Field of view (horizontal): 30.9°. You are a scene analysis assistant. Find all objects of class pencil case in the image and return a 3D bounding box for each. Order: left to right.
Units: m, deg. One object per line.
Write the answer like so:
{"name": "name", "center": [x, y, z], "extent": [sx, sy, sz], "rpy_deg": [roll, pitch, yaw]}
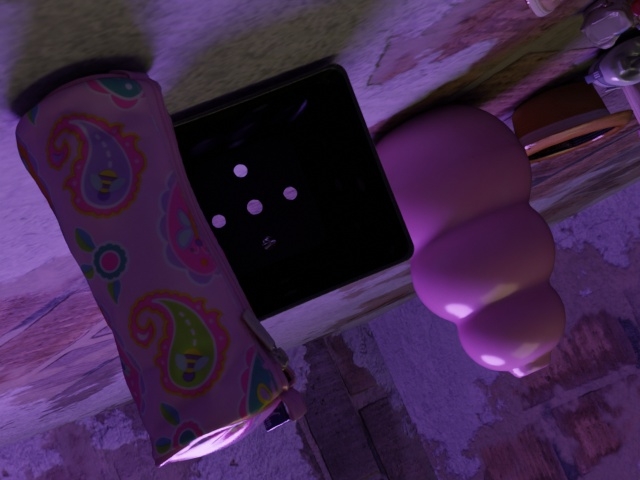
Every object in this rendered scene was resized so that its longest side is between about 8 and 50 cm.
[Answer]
{"name": "pencil case", "center": [-0.116, 0.019, 0.838], "extent": [0.124, 0.284, 0.124], "rpy_deg": [-25, 174, -3]}

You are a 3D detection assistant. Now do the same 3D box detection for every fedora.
{"name": "fedora", "center": [0.327, -0.164, 1.587], "extent": [0.194, 0.079, 0.194], "rpy_deg": [-18, 174, -2]}

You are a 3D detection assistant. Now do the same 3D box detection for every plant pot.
{"name": "plant pot", "center": [-0.050, -0.035, 1.085], "extent": [0.188, 0.187, 0.167], "rpy_deg": [-22, -177, -13]}

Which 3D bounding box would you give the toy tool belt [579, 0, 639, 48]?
{"name": "toy tool belt", "center": [0.318, -0.244, 1.228], "extent": [0.083, 0.052, 0.051], "rpy_deg": [-29, -159, 47]}

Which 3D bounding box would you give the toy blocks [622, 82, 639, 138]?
{"name": "toy blocks", "center": [0.660, -0.191, 1.715], "extent": [0.289, 0.260, 0.309], "rpy_deg": [-31, 168, 37]}

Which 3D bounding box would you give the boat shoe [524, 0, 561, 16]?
{"name": "boat shoe", "center": [0.181, -0.222, 0.916], "extent": [0.059, 0.063, 0.170], "rpy_deg": [-21, 172, 19]}

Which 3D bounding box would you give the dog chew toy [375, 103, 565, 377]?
{"name": "dog chew toy", "center": [0.186, 0.007, 1.399], "extent": [0.207, 0.331, 0.206], "rpy_deg": [-23, 172, -4]}

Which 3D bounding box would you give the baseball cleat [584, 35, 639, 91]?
{"name": "baseball cleat", "center": [0.431, -0.245, 1.483], "extent": [0.206, 0.072, 0.109], "rpy_deg": [-16, -177, -19]}

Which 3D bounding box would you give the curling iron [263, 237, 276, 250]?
{"name": "curling iron", "center": [-0.009, -0.017, 1.713], "extent": [0.274, 0.035, 0.068], "rpy_deg": [-18, 170, -31]}
